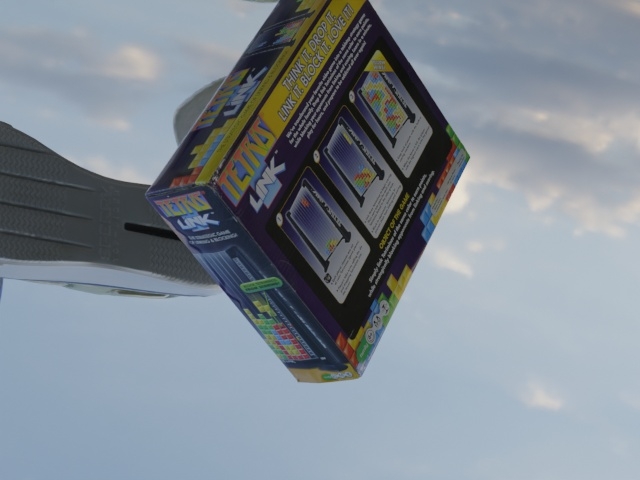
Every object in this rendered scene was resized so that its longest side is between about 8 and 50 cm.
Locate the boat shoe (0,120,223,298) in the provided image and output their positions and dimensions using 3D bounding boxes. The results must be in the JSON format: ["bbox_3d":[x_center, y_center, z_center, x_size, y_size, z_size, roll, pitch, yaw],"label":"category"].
[{"bbox_3d":[-0.197,-0.006,0.932,0.302,0.094,0.109,18,-119,-27],"label":"boat shoe"}]

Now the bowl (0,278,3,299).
[{"bbox_3d":[-0.518,0.123,1.601,0.077,0.391,0.391,22,-159,12],"label":"bowl"}]

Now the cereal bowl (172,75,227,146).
[{"bbox_3d":[-0.020,-0.078,1.619,0.339,0.141,0.339,45,-163,-18],"label":"cereal bowl"}]

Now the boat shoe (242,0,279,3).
[{"bbox_3d":[-0.044,-0.274,1.412,0.133,0.042,0.049,6,-168,30],"label":"boat shoe"}]

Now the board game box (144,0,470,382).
[{"bbox_3d":[0.001,-0.034,0.688,0.048,0.141,0.170,-10,-142,41],"label":"board game box"}]
